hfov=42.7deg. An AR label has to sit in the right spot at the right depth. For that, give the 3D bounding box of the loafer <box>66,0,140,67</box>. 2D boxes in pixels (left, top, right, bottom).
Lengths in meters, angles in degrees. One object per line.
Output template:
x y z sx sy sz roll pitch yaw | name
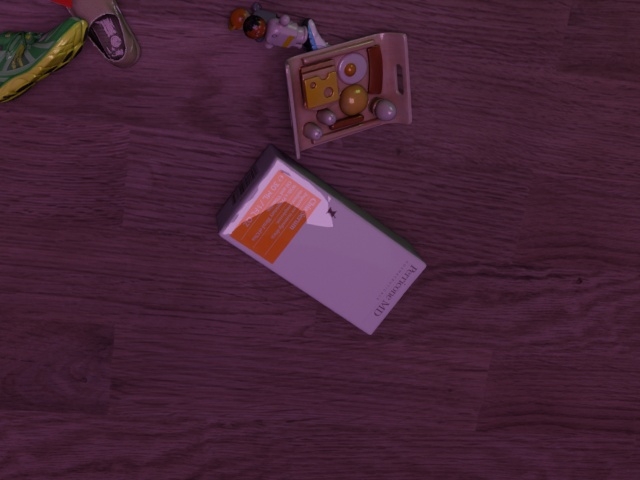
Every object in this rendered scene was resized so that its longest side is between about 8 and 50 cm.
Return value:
-0.476 -0.489 1.745 0.102 0.092 0.268 -34 110 3 | loafer

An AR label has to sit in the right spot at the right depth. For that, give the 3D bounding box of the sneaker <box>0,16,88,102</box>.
-0.617 -0.393 1.717 0.295 0.109 0.123 -26 101 20 | sneaker

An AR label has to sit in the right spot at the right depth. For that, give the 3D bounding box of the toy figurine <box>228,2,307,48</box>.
-0.107 -0.518 1.736 0.148 0.213 0.210 7 112 -24 | toy figurine

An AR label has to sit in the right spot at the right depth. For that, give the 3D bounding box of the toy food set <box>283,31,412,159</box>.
0.065 -0.325 1.843 0.306 0.092 0.220 -20 121 -22 | toy food set

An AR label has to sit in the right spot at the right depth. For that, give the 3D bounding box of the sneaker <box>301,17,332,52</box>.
0.016 -0.424 1.871 0.083 0.071 0.191 -27 119 -7 | sneaker

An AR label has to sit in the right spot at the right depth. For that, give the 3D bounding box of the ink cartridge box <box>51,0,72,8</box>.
-0.574 -0.583 1.633 0.078 0.134 0.231 -7 90 19 | ink cartridge box

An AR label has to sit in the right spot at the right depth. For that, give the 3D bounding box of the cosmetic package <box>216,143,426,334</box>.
0.000 0.000 1.955 0.453 0.161 0.230 34 100 -19 | cosmetic package
